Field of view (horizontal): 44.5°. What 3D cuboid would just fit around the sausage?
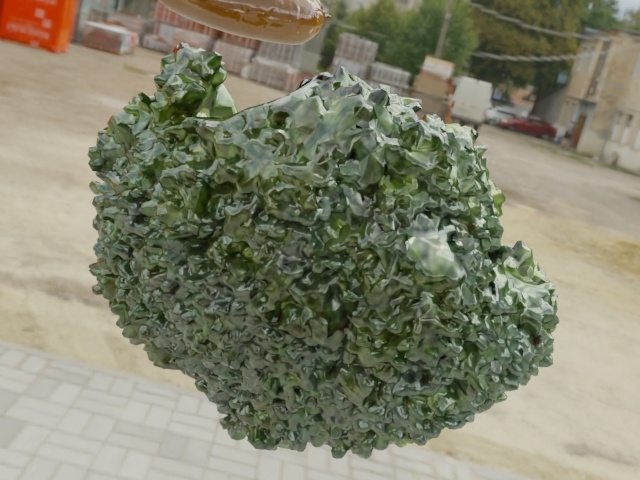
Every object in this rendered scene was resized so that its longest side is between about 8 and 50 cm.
[{"bbox_3d":[-0.074,-0.212,0.700,0.183,0.054,0.062,4,32,-26],"label":"sausage"}]

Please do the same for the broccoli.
[{"bbox_3d":[-0.013,0.011,0.497,0.288,0.235,0.260,51,-6,-3],"label":"broccoli"}]
